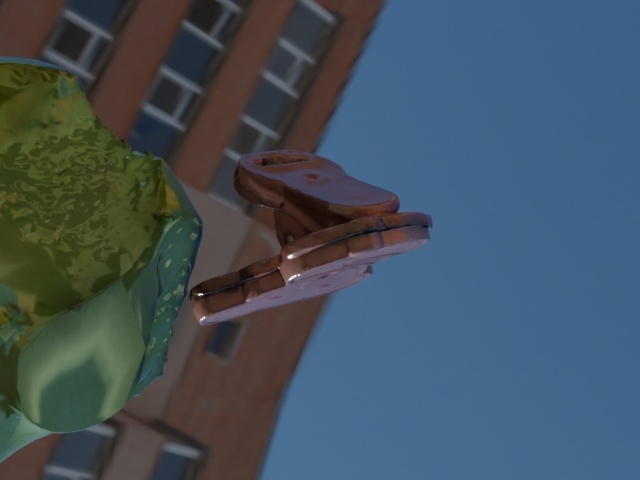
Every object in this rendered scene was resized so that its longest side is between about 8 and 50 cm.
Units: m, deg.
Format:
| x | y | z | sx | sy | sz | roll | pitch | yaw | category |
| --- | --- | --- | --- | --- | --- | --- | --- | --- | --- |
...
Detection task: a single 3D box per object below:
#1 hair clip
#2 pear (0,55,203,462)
| x | y | z | sx | sy | sz | roll | pitch | yaw | category |
| --- | --- | --- | --- | --- | --- | --- | --- | --- | --- |
| 0.000 | 0.011 | 1.090 | 0.138 | 0.123 | 0.102 | 23 | -61 | 47 | hair clip |
| -0.251 | 0.010 | 1.178 | 0.286 | 0.282 | 0.176 | 42 | -44 | 25 | pear |
